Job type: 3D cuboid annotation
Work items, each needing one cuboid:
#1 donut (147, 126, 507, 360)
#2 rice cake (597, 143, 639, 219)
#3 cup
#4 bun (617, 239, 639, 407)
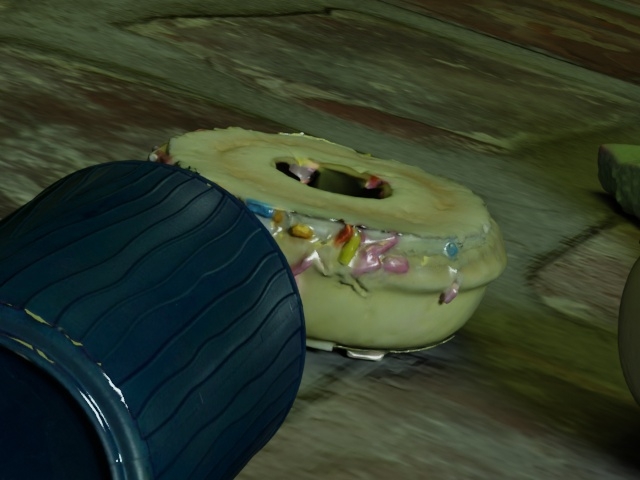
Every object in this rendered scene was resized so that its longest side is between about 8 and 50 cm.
[{"bbox_3d":[0.000,0.000,0.853,0.175,0.068,0.174,12,16,-3],"label":"donut"},{"bbox_3d":[0.279,-0.030,1.212,0.222,0.042,0.080,4,21,-28],"label":"rice cake"},{"bbox_3d":[-0.090,0.057,0.572,0.113,0.150,0.138,50,22,-2],"label":"cup"},{"bbox_3d":[0.206,0.055,0.754,0.173,0.119,0.173,5,-8,1],"label":"bun"}]
